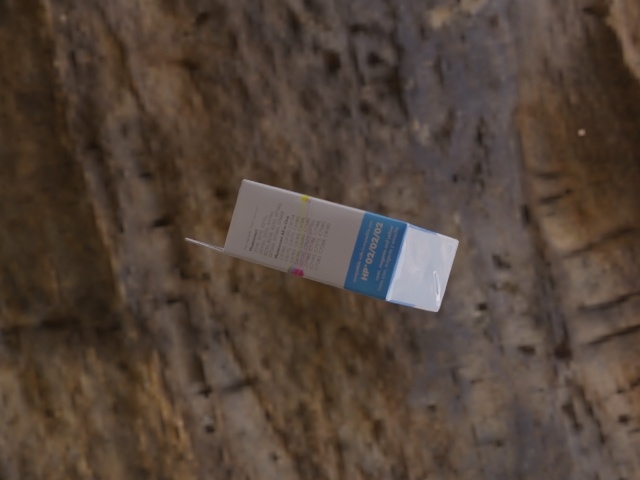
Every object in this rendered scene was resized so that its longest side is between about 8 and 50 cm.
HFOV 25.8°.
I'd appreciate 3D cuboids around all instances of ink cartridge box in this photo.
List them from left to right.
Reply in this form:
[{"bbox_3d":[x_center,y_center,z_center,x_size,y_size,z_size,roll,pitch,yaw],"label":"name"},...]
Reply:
[{"bbox_3d":[0.000,0.000,1.075,0.104,0.181,0.061,17,89,-63],"label":"ink cartridge box"}]
